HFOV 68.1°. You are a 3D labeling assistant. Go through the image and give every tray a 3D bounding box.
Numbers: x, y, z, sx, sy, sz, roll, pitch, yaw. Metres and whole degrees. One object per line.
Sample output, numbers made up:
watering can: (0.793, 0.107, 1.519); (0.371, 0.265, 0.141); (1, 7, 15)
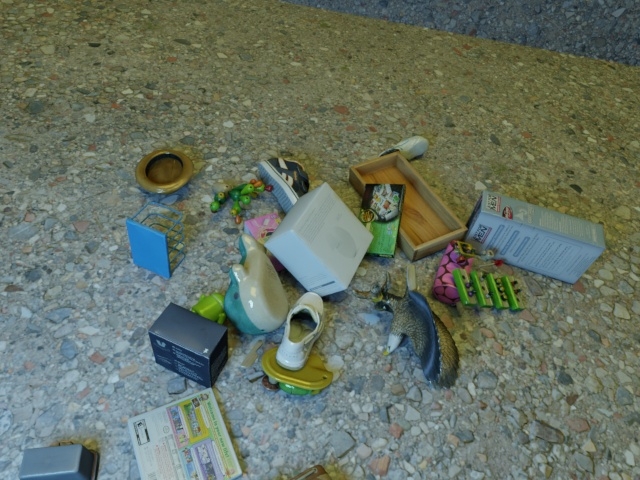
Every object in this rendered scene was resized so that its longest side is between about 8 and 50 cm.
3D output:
tray: (0.283, -0.125, 1.601); (0.203, 0.076, 0.411); (-20, 56, -17)

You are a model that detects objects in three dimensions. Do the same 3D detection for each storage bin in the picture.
storage bin: (-0.525, 0.447, 0.948); (0.135, 0.091, 0.098); (-1, 49, -12)

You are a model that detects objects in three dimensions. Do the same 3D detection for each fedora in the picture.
fedora: (-0.505, -0.212, 1.547); (0.194, 0.079, 0.194); (4, 54, -6)

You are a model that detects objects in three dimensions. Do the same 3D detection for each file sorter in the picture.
file sorter: (-0.446, -0.002, 1.312); (0.118, 0.170, 0.104); (22, 45, 10)

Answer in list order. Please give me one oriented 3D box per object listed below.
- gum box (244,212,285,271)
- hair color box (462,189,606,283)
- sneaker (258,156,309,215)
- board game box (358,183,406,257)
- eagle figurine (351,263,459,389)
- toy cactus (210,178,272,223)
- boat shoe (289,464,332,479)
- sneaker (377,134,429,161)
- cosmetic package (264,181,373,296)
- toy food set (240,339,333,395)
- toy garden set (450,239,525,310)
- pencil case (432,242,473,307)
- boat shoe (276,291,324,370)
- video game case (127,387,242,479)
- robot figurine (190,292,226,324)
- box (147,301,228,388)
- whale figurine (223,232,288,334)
gum box: (-0.148, 0.003, 1.428); (0.107, 0.062, 0.188); (-19, 55, -25)
hair color box: (0.661, -0.010, 1.499); (0.374, 0.185, 0.113); (18, 49, 6)
sneaker: (-0.087, -0.173, 1.554); (0.127, 0.126, 0.321); (-21, 53, -19)
board game box: (0.187, -0.068, 1.502); (0.136, 0.030, 0.259); (6, 63, 18)
eagle figurine: (0.244, 0.227, 1.223); (0.226, 0.225, 0.298); (-22, 44, -39)
toy cactus: (-0.280, -0.144, 1.530); (0.180, 0.112, 0.219); (24, 49, 37)
boat shoe: (-0.110, 0.542, 0.929); (0.324, 0.122, 0.120); (-9, 45, -28)
sneaker: (0.307, -0.338, 1.812); (0.237, 0.085, 0.086); (-26, 31, -24)
cosmetic package: (0.000, 0.000, 1.342); (0.224, 0.138, 0.224); (49, 47, -18)
toy food set: (-0.081, 0.327, 1.157); (0.218, 0.071, 0.128); (16, 24, 2)
toy garden set: (0.493, 0.097, 1.390); (0.244, 0.049, 0.203); (8, 57, -29)
pencil case: (0.407, 0.095, 1.428); (0.098, 0.095, 0.209); (-2, 41, 31)
boat shoe: (-0.037, 0.205, 1.210); (0.098, 0.096, 0.277); (16, 30, 2)
video game case: (-0.297, 0.450, 1.030); (0.193, 0.023, 0.212); (-16, 52, -23)
robot figurine: (-0.290, 0.182, 1.240); (0.101, 0.067, 0.115); (32, 50, 29)
box: (-0.306, 0.249, 1.117); (0.156, 0.158, 0.093); (22, 48, 9)
whale figurine: (-0.184, 0.119, 1.245); (0.141, 0.216, 0.272); (-26, 58, 17)
